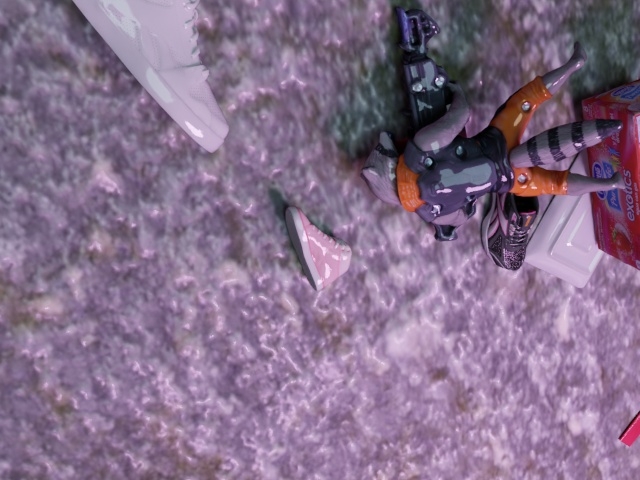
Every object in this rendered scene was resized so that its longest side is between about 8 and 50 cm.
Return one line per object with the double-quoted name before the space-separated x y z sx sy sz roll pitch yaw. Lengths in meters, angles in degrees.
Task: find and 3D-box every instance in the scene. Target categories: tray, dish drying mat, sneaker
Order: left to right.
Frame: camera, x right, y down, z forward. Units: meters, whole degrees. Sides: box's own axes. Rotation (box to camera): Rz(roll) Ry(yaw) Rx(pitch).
"sneaker" -0.159 -0.255 0.980 0.169 0.108 0.292 -38 116 -1
"sneaker" 0.000 0.000 1.167 0.070 0.051 0.134 -27 119 -12
"sneaker" 0.286 -0.033 1.248 0.072 0.077 0.178 -14 114 -15
"tray" 0.437 -0.060 1.323 0.145 0.030 0.270 23 99 -27
"dish drying mat" 0.577 0.336 1.533 0.032 0.008 0.083 34 96 -27

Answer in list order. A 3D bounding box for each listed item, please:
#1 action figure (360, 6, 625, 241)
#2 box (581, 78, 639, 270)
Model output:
"action figure" 0.201 -0.148 1.104 0.330 0.178 0.341 -19 111 9
"box" 0.483 -0.097 1.240 0.128 0.122 0.257 -21 115 -12
